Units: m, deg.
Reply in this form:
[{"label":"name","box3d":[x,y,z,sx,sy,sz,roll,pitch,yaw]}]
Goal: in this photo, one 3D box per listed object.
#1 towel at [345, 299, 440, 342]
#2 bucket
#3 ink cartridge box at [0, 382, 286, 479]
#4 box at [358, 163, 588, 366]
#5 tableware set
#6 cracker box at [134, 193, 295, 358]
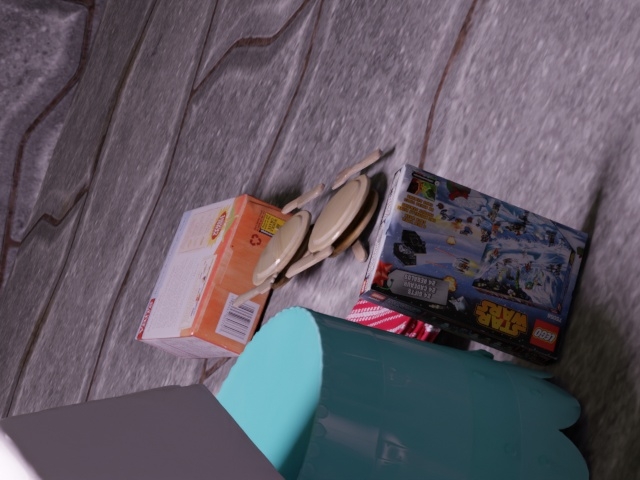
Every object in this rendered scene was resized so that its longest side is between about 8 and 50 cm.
[{"label":"towel","box3d":[0.021,0.105,1.518,0.275,0.031,0.199,-55,11,-20]},{"label":"bucket","box3d":[0.024,0.183,1.261,0.281,0.183,0.281,-57,19,32]},{"label":"ink cartridge box","box3d":[-0.068,0.314,1.050,0.395,0.166,0.285,47,121,28]},{"label":"box","box3d":[0.103,0.017,1.315,0.027,0.137,0.094,137,152,-67]},{"label":"tableware set","box3d":[0.000,0.000,1.838,0.194,0.039,0.128,-29,29,56]},{"label":"cracker box","box3d":[-0.112,0.042,2.078,0.155,0.067,0.232,-70,18,-10]}]
